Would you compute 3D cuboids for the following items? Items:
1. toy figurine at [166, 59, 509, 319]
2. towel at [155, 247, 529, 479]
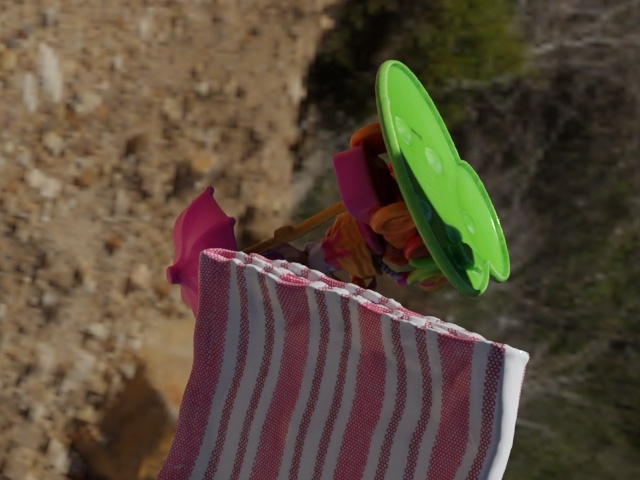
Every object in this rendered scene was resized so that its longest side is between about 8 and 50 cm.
[{"bbox_3d":[0.000,0.000,1.004,0.173,0.159,0.130,34,38,-61],"label":"toy figurine"},{"bbox_3d":[-0.003,0.089,0.757,0.029,0.197,0.144,10,95,-38],"label":"towel"}]
